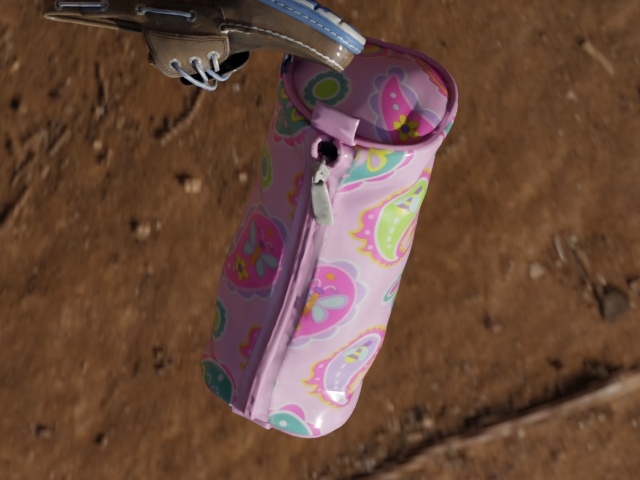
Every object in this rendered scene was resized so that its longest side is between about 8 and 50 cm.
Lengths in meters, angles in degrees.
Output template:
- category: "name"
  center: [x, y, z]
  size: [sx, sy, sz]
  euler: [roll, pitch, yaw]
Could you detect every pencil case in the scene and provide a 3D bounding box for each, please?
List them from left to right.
- category: "pencil case"
  center: [0.000, 0.000, 1.192]
  size: [0.124, 0.124, 0.284]
  euler: [11, 131, -8]

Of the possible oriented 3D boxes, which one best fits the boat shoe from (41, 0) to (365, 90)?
- category: "boat shoe"
  center: [-0.065, -0.116, 0.971]
  size: [0.183, 0.066, 0.066]
  euler: [21, 90, 19]
